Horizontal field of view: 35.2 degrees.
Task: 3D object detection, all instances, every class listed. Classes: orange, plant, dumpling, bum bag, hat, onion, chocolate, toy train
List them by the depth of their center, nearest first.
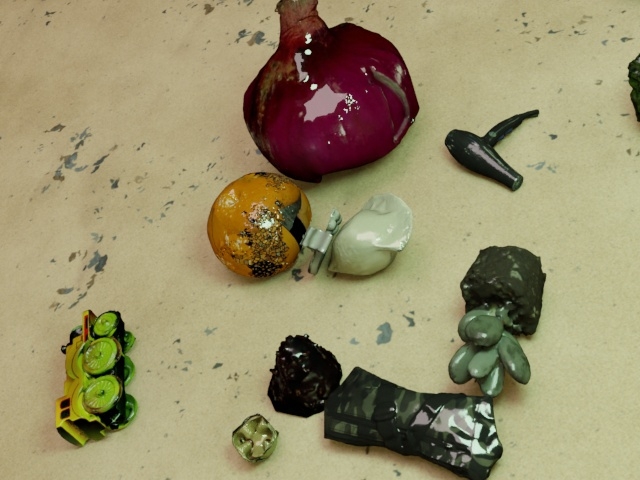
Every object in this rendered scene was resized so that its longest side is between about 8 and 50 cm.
[{"bbox_3d":[0.155,0.307,1.726,0.340,0.095,0.144,9,71,33],"label":"bum bag"},{"bbox_3d":[0.307,0.144,1.764,0.146,0.149,0.274,-15,41,37],"label":"plant"},{"bbox_3d":[-0.115,0.363,1.831,0.077,0.059,0.076,-42,62,-6],"label":"hat"},{"bbox_3d":[-0.043,0.230,1.863,0.156,0.133,0.156,-13,45,13],"label":"chocolate"},{"bbox_3d":[0.094,-0.012,2.008,0.126,0.216,0.166,18,61,-7],"label":"dumpling"},{"bbox_3d":[-0.458,0.269,2.049,0.161,0.100,0.296,-21,45,10],"label":"toy train"},{"bbox_3d":[-0.132,-0.036,2.117,0.234,0.182,0.234,-20,50,25],"label":"orange"},{"bbox_3d":[-0.016,-0.351,2.165,0.398,0.420,0.398,-19,42,18],"label":"onion"}]

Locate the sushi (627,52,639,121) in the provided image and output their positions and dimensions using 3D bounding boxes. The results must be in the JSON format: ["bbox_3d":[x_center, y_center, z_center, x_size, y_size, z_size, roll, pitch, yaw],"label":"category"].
[{"bbox_3d":[0.775,-0.286,1.894,0.294,0.178,0.352,-36,42,-11],"label":"sushi"}]

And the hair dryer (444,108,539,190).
[{"bbox_3d":[0.392,-0.210,2.103,0.219,0.075,0.195,-38,55,-20],"label":"hair dryer"}]

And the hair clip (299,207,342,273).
[{"bbox_3d":[0.000,0.000,2.026,0.054,0.220,0.140,21,89,5],"label":"hair clip"}]
